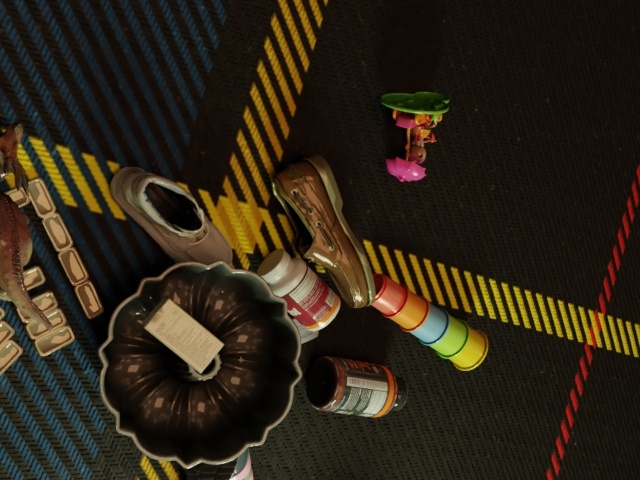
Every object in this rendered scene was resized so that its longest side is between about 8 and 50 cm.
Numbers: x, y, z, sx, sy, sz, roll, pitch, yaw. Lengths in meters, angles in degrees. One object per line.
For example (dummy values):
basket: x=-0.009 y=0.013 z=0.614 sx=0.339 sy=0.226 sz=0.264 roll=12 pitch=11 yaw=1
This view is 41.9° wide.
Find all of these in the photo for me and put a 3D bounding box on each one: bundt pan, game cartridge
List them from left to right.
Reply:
bundt pan: x=-0.203 y=0.193 z=1.368 sx=0.331 sy=0.124 sz=0.331 roll=0 pitch=90 yaw=-21
game cartridge: x=-0.043 y=0.168 z=1.572 sx=0.083 sy=0.017 sz=0.056 roll=-18 pitch=113 yaw=-31

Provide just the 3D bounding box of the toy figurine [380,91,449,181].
toy figurine: x=0.180 y=-0.195 z=1.614 sx=0.173 sy=0.130 sz=0.159 roll=-30 pitch=132 yaw=-53

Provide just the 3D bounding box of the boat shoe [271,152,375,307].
boat shoe: x=0.000 y=0.000 z=1.520 sx=0.104 sy=0.111 sz=0.307 roll=-30 pitch=106 yaw=-22

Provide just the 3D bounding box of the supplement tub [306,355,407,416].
supplement tub: x=0.076 y=0.287 z=1.624 sx=0.198 sy=0.106 sz=0.106 roll=16 pitch=90 yaw=-37

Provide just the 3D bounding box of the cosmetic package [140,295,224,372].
cosmetic package: x=-0.211 y=0.143 z=1.277 sx=0.115 sy=0.041 sz=0.060 roll=44 pitch=77 yaw=-15

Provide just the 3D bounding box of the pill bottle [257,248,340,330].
pill bottle: x=-0.041 y=0.087 z=1.509 sx=0.152 sy=0.086 sz=0.086 roll=46 pitch=73 yaw=-24

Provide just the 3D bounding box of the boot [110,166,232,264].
boot: x=-0.219 y=-0.018 z=1.343 sx=0.258 sy=0.123 sz=0.095 roll=40 pitch=76 yaw=-34

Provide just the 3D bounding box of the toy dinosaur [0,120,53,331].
toy dinosaur: x=-0.433 y=-0.021 z=1.122 sx=0.200 sy=0.296 sz=0.127 roll=-48 pitch=152 yaw=22

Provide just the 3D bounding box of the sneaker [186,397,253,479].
sneaker: x=-0.168 y=0.427 z=1.504 sx=0.131 sy=0.112 sz=0.319 roll=1 pitch=93 yaw=-68

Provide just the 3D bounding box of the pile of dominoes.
pile of dominoes: x=-0.460 y=0.056 z=1.259 sx=0.196 sy=0.040 sz=0.251 roll=-29 pitch=106 yaw=-27

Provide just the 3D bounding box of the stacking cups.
stacking cups: x=0.216 y=0.158 z=1.705 sx=0.316 sy=0.096 sz=0.096 roll=37 pitch=78 yaw=-33
